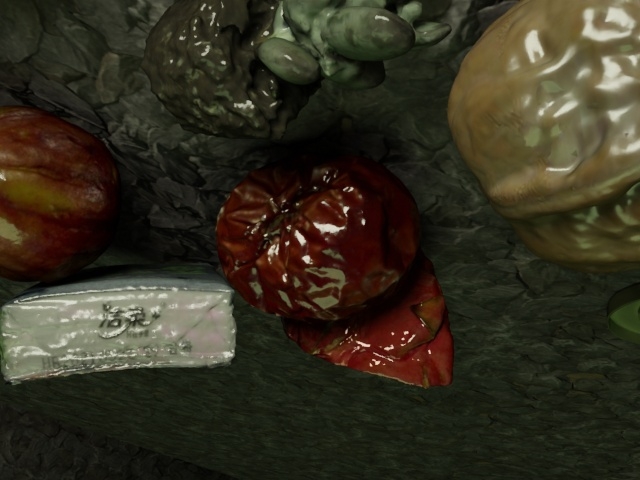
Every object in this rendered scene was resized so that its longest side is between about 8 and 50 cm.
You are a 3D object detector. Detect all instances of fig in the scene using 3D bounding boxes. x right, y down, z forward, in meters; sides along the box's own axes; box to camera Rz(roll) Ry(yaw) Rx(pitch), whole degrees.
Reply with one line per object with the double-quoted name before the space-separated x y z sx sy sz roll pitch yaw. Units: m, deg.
"fig" -0.372 -0.060 0.986 0.224 0.224 0.263 1 146 17

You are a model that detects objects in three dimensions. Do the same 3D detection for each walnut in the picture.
"walnut" 0.246 -0.101 0.660 0.273 0.227 0.273 7 150 4

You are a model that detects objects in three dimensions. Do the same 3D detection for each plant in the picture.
"plant" -0.022 -0.175 0.696 0.274 0.146 0.149 -9 145 32

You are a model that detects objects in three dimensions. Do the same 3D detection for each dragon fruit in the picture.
"dragon fruit" 0.053 0.070 1.093 0.205 0.152 0.317 5 -166 -16

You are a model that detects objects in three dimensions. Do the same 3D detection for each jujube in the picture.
"jujube" 0.000 0.000 0.961 0.232 0.213 0.213 1 154 38

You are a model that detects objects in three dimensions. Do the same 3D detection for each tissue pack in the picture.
"tissue pack" -0.282 0.104 1.133 0.288 0.124 0.394 -5 -177 -12

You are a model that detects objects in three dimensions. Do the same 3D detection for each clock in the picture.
"clock" 0.565 0.118 1.204 0.235 0.029 0.235 8 154 4
